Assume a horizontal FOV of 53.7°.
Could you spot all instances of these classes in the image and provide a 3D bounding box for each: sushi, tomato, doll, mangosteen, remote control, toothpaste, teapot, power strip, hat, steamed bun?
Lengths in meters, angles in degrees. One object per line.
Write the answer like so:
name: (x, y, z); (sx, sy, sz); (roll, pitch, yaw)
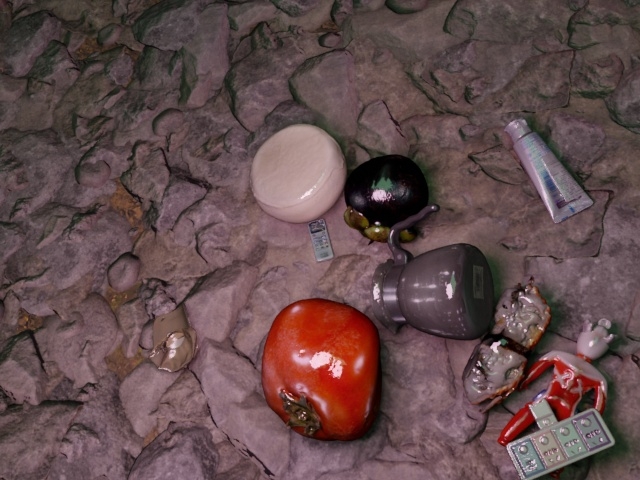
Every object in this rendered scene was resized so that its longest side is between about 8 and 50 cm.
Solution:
sushi: (0.437, 0.246, 1.495); (0.130, 0.124, 0.332); (34, 77, 0)
tomato: (0.008, 0.297, 1.459); (0.293, 0.325, 0.290); (8, 42, 24)
doll: (0.567, 0.342, 1.459); (0.188, 0.099, 0.384); (32, 83, 20)
mangosteen: (0.170, -0.104, 1.657); (0.243, 0.243, 0.243); (-4, 67, 9)
remote control: (0.000, 0.000, 1.744); (0.053, 0.018, 0.124); (-15, 66, 4)
toothpaste: (0.598, -0.194, 1.692); (0.114, 0.073, 0.299); (-27, 73, -2)
teapot: (0.236, 0.092, 1.509); (0.285, 0.223, 0.305); (-8, 108, 36)
power strip: (0.509, 0.422, 1.385); (0.215, 0.061, 0.145); (-25, 65, 7)
hat: (-0.375, 0.253, 1.690); (0.147, 0.085, 0.175); (-26, 42, 11)
steamed bun: (-0.051, -0.171, 1.735); (0.283, 0.177, 0.283); (-11, 61, 21)
